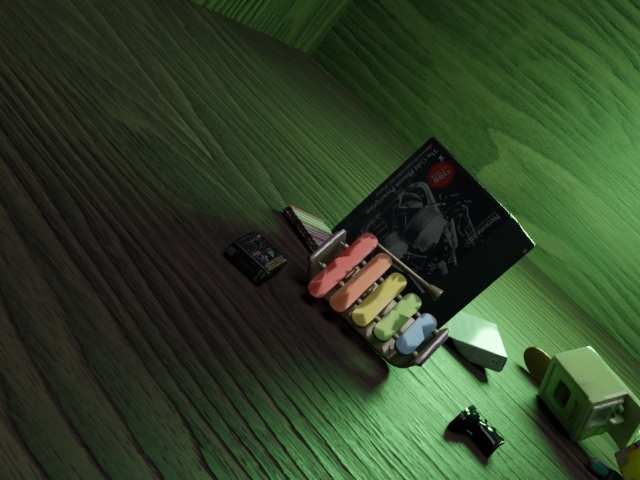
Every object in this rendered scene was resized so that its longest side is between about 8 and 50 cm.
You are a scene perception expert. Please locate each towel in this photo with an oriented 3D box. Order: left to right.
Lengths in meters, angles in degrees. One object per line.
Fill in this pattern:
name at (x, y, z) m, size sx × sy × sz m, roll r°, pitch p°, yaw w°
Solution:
towel at (0.000, 0.000, 1.838) m, size 0.144 × 0.029 × 0.197 m, roll 23°, pitch 25°, yaw -49°

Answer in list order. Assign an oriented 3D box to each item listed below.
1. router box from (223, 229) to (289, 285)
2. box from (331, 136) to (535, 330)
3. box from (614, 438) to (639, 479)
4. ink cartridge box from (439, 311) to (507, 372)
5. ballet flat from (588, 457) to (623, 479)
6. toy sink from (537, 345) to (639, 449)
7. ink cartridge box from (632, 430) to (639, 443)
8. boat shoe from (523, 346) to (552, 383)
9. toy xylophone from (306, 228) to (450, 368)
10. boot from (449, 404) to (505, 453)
router box at (-0.122, 0.033, 1.490) m, size 0.092 × 0.038 × 0.122 m, roll 42°, pitch 18°, yaw 6°
box at (0.258, -0.007, 1.820) m, size 0.179 × 0.343 × 0.312 m, roll 35°, pitch 15°, yaw -51°
box at (0.905, 0.567, 1.800) m, size 0.279 × 0.290 × 0.177 m, roll 45°, pitch 21°, yaw -12°
ink cartridge box at (0.351, 0.235, 1.979) m, size 0.232 × 0.066 × 0.189 m, roll 17°, pitch 20°, yaw -3°
ballet flat at (0.693, 0.564, 1.873) m, size 0.114 × 0.041 × 0.041 m, roll 40°, pitch 18°, yaw -4°
toy sink at (0.681, 0.411, 1.964) m, size 0.131 × 0.153 × 0.234 m, roll -9°, pitch 41°, yaw -21°
ink cartridge box at (0.926, 0.603, 2.173) m, size 0.139 × 0.082 × 0.191 m, roll 33°, pitch 18°, yaw -24°
boat shoe at (0.648, 0.383, 2.165) m, size 0.207 × 0.073 × 0.073 m, roll 53°, pitch 19°, yaw 16°
toy xylophone at (0.125, 0.107, 1.592) m, size 0.322 × 0.081 × 0.236 m, roll 37°, pitch 58°, yaw 6°
boot at (0.313, 0.380, 1.538) m, size 0.099 × 0.045 × 0.121 m, roll 50°, pitch 20°, yaw 19°
